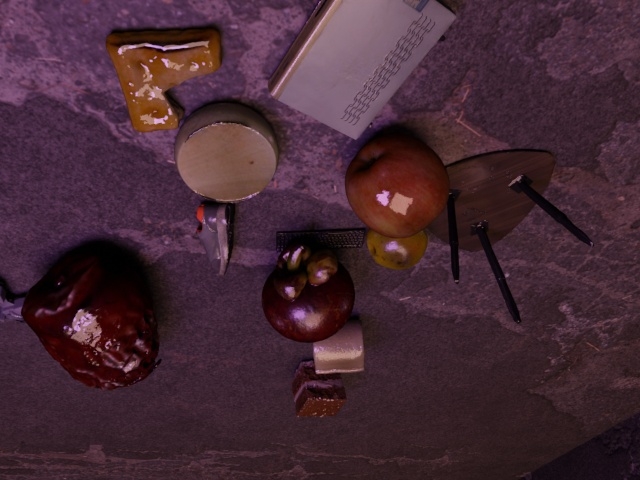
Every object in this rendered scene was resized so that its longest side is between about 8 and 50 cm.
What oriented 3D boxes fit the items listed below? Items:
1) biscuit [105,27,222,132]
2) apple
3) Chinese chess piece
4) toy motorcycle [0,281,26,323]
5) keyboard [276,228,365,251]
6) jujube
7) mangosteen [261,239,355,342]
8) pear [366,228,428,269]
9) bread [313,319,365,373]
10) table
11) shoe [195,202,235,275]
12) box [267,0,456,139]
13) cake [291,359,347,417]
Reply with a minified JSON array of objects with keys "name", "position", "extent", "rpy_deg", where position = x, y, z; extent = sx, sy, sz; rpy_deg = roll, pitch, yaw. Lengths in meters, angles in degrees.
[{"name":"biscuit","position":[-0.246,-0.258,0.848],"extent":[0.174,0.039,0.183],"rpy_deg":[-4,138,-9]},{"name":"apple","position":[0.141,-0.104,0.974],"extent":[0.188,0.188,0.174],"rpy_deg":[-36,125,26]},{"name":"Chinese chess piece","position":[-0.170,-0.158,0.941],"extent":[0.188,0.083,0.188],"rpy_deg":[-5,134,-5]},{"name":"toy motorcycle","position":[-0.717,0.128,1.153],"extent":[0.122,0.080,0.215],"rpy_deg":[-34,138,28]},{"name":"keyboard","position":[0.000,0.000,1.189],"extent":[0.204,0.013,0.061],"rpy_deg":[-3,137,-8]},{"name":"jujube","position":[-0.494,0.190,1.151],"extent":[0.258,0.258,0.377],"rpy_deg":[-6,130,-5]},{"name":"mangosteen","position":[-0.027,0.105,1.156],"extent":[0.215,0.215,0.257],"rpy_deg":[-6,131,-5]},{"name":"pear","position":[0.178,0.008,1.170],"extent":[0.141,0.104,0.141],"rpy_deg":[-8,137,-8]},{"name":"bread","position":[0.049,0.292,1.429],"extent":[0.141,0.134,0.148],"rpy_deg":[-3,126,-1]},{"name":"table","position":[0.385,0.009,1.096],"extent":[0.317,0.249,0.317],"rpy_deg":[-5,137,-5]},{"name":"shoe","position":[-0.228,-0.005,1.108],"extent":[0.077,0.074,0.194],"rpy_deg":[10,133,-4]},{"name":"box","position":[0.065,-0.307,0.845],"extent":[0.211,0.045,0.270],"rpy_deg":[19,130,-28]},{"name":"cake","position":[-0.008,0.451,1.579],"extent":[0.135,0.147,0.134],"rpy_deg":[9,136,-20]}]
